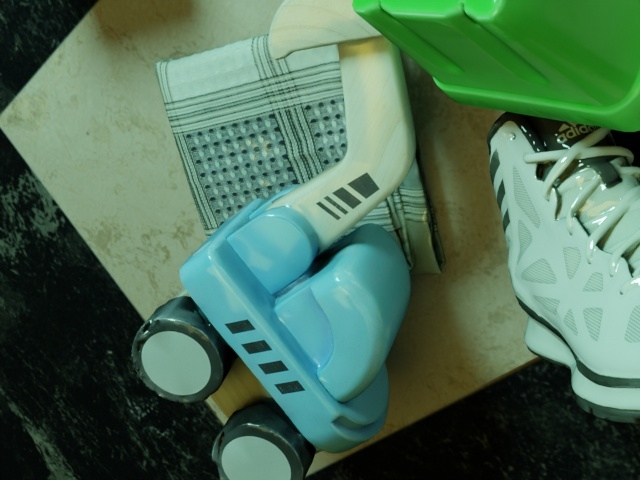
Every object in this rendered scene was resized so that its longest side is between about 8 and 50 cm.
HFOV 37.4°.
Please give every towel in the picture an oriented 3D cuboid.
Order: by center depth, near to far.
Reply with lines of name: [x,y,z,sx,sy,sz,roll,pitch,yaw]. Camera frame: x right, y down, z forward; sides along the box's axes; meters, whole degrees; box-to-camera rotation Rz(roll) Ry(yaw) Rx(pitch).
towel: [-0.030,-0.090,1.112,0.324,0.056,0.312,-6,108,30]

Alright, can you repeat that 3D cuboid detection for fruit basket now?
fruit basket: [0.254,-0.270,0.771,0.283,0.392,0.392,22,124,52]

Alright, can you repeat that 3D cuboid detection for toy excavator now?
toy excavator: [0.000,0.000,1.012,0.445,0.222,0.433,-33,99,25]

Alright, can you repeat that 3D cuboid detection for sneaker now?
sneaker: [0.238,-0.011,0.805,0.169,0.447,0.257,-23,95,-6]
